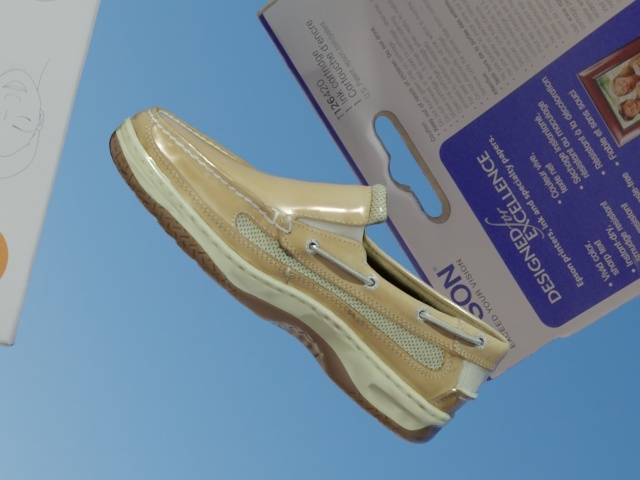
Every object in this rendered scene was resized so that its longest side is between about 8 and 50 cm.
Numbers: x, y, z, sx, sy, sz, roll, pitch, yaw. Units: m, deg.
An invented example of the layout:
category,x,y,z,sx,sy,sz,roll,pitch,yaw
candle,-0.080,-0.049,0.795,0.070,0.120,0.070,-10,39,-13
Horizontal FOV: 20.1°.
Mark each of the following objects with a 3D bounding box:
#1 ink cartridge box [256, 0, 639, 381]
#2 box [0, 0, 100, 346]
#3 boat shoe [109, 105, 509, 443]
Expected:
category,x,y,z,sx,sy,sz,roll,pitch,yaw
ink cartridge box,0.146,-0.108,1.153,0.307,0.072,0.303,-36,-97,40
box,-0.276,-0.131,1.151,0.168,0.215,0.345,30,-74,60
boat shoe,0.000,0.000,0.757,0.190,0.072,0.068,41,15,-17
